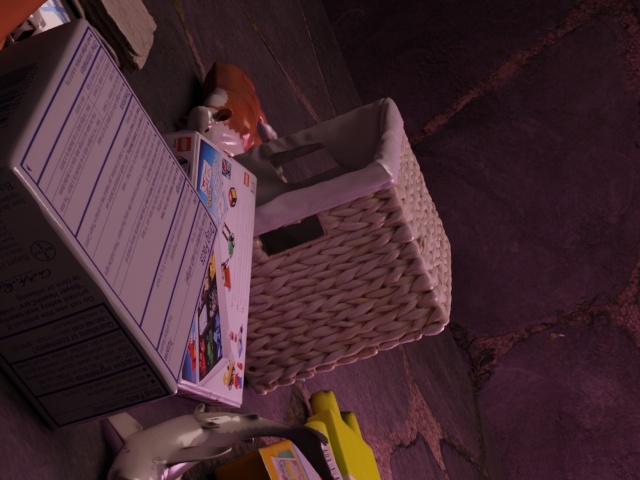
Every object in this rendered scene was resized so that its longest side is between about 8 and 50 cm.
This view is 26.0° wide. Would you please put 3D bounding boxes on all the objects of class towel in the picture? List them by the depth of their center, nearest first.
[{"bbox_3d":[-0.328,-0.380,1.981,0.282,0.049,0.187,59,13,-22],"label":"towel"}]

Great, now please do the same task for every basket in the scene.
[{"bbox_3d":[0.000,0.000,1.994,0.331,0.328,0.266,-81,148,-67],"label":"basket"}]

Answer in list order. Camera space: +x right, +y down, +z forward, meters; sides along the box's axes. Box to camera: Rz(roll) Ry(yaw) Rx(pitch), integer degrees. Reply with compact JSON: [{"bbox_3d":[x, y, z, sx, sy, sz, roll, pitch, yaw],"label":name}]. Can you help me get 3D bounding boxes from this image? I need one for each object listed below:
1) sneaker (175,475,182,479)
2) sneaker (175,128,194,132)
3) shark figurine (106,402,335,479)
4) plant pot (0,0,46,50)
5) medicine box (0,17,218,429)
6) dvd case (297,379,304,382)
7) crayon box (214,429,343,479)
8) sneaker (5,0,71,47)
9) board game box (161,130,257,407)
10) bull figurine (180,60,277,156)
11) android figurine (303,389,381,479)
[{"bbox_3d":[-0.167,0.235,1.538,0.037,0.032,0.083,60,13,-25],"label":"sneaker"},{"bbox_3d":[-0.203,-0.089,1.769,0.091,0.126,0.240,61,13,-21],"label":"sneaker"},{"bbox_3d":[-0.128,0.238,1.479,0.166,0.278,0.116,39,-52,45],"label":"shark figurine"},{"bbox_3d":[-0.362,-0.328,1.392,0.291,0.203,0.291,59,15,-27],"label":"plant pot"},{"bbox_3d":[-0.243,-0.016,1.342,0.289,0.149,0.263,60,23,-31],"label":"medicine box"},{"bbox_3d":[-0.053,0.156,2.185,0.087,0.013,0.119,57,14,-34],"label":"dvd case"},{"bbox_3d":[-0.030,0.353,1.735,0.203,0.083,0.323,66,10,9],"label":"crayon box"},{"bbox_3d":[-0.322,-0.220,1.623,0.237,0.085,0.086,58,10,-27],"label":"sneaker"},{"bbox_3d":[-0.143,0.041,1.696,0.193,0.053,0.305,37,54,-65],"label":"board game box"},{"bbox_3d":[-0.143,-0.185,2.255,0.310,0.101,0.188,-86,153,-60],"label":"bull figurine"},{"bbox_3d":[0.046,0.367,2.106,0.248,0.056,0.273,49,20,-52],"label":"android figurine"}]
